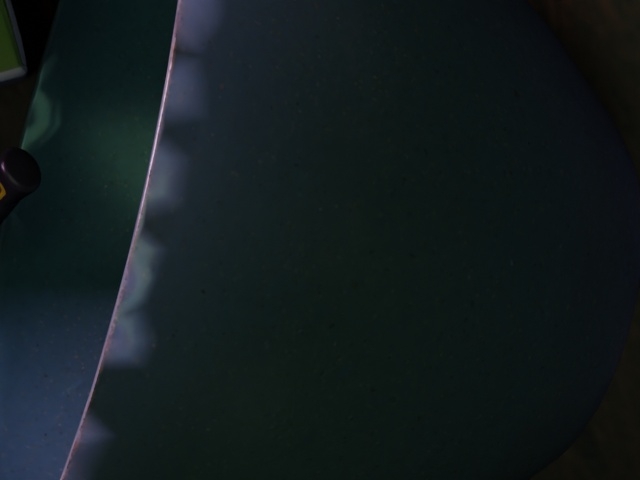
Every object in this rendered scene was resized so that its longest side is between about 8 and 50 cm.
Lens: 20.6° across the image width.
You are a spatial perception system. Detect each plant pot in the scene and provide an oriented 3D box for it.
[{"bbox_3d":[0.000,0.000,0.642,0.195,0.290,0.290,13,104,-17],"label":"plant pot"}]

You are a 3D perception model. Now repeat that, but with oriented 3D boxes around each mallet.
[{"bbox_3d":[-0.160,-0.002,0.723,0.062,0.039,0.189,55,143,9],"label":"mallet"}]

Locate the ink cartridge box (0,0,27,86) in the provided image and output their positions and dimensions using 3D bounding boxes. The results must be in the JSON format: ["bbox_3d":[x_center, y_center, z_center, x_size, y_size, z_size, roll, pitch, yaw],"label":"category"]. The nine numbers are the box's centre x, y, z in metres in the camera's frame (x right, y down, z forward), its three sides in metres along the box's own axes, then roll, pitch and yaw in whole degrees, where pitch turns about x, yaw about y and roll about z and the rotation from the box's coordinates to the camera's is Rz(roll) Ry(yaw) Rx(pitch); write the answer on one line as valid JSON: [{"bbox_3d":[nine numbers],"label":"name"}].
[{"bbox_3d":[-0.207,-0.077,0.629,0.189,0.255,0.097,-17,98,-8],"label":"ink cartridge box"}]
